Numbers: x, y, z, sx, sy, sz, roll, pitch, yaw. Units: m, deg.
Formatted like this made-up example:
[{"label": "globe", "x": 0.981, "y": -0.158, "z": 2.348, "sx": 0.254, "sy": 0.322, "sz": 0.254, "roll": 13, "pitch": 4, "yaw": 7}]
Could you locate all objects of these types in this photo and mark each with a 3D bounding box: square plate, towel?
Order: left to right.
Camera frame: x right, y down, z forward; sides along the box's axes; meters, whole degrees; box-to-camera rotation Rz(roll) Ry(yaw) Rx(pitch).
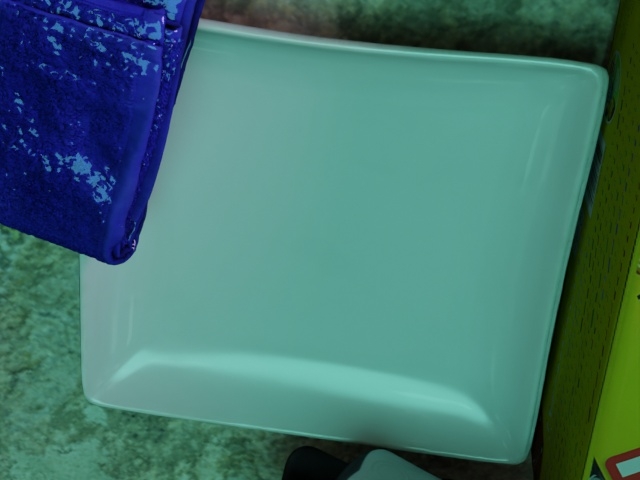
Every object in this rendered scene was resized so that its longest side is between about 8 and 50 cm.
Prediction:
[{"label": "towel", "x": -0.241, "y": -0.116, "z": 0.893, "sx": 0.308, "sy": 0.076, "sz": 0.228, "roll": 21, "pitch": 125, "yaw": 3}, {"label": "square plate", "x": 0.000, "y": 0.000, "z": 0.996, "sx": 0.347, "sy": 0.049, "sz": 0.344, "roll": 8, "pitch": 126, "yaw": 4}]

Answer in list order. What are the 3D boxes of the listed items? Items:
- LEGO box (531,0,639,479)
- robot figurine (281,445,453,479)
[{"label": "LEGO box", "x": 0.357, "y": 0.015, "z": 0.877, "sx": 0.372, "sy": 0.193, "sz": 0.500, "roll": 5, "pitch": 120, "yaw": 1}, {"label": "robot figurine", "x": 0.072, "y": 0.266, "z": 1.039, "sx": 0.278, "sy": 0.209, "sz": 0.173, "roll": 26, "pitch": 163, "yaw": 18}]
